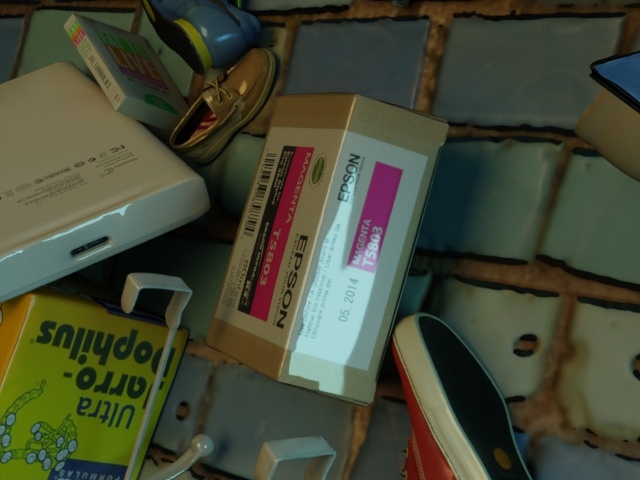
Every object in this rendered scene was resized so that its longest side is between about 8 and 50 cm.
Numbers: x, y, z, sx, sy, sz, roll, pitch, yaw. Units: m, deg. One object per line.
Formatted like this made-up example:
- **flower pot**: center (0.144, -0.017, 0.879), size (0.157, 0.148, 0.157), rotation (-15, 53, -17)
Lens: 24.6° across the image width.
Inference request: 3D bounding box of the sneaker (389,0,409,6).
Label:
- **sneaker**: center (0.018, -0.287, 1.295), size (0.410, 0.158, 0.182), rotation (-13, 87, 45)

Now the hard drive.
- **hard drive**: center (-0.283, -0.066, 1.416), size (0.353, 0.233, 0.047), rotation (40, 149, 52)

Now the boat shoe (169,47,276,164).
- **boat shoe**: center (-0.094, -0.130, 1.403), size (0.135, 0.045, 0.050), rotation (-53, 49, 18)

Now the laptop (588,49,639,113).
- **laptop**: center (0.439, -0.133, 0.778), size (0.408, 0.236, 0.382), rotation (-56, 49, 14)

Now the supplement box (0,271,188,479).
- **supplement box**: center (-0.335, 0.106, 1.455), size (0.356, 0.194, 0.195), rotation (23, 94, 43)

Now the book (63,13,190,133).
- **book**: center (-0.192, -0.164, 1.468), size (0.035, 0.096, 0.144), rotation (-50, 50, 19)

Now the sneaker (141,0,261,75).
- **sneaker**: center (-0.124, -0.231, 1.459), size (0.082, 0.069, 0.209), rotation (-31, 38, -11)

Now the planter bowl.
- **planter bowl**: center (0.269, -0.090, 0.998), size (0.109, 0.162, 0.162), rotation (49, 114, 11)

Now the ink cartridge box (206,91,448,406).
- **ink cartridge box**: center (0.000, 0.000, 1.207), size (0.193, 0.088, 0.235), rotation (10, 84, 69)

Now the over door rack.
- **over door rack**: center (-0.075, 0.214, 1.203), size (0.239, 0.108, 0.324), rotation (44, 136, 41)

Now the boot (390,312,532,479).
- **boot**: center (0.072, 0.192, 1.136), size (0.176, 0.088, 0.244), rotation (-39, 58, 30)
